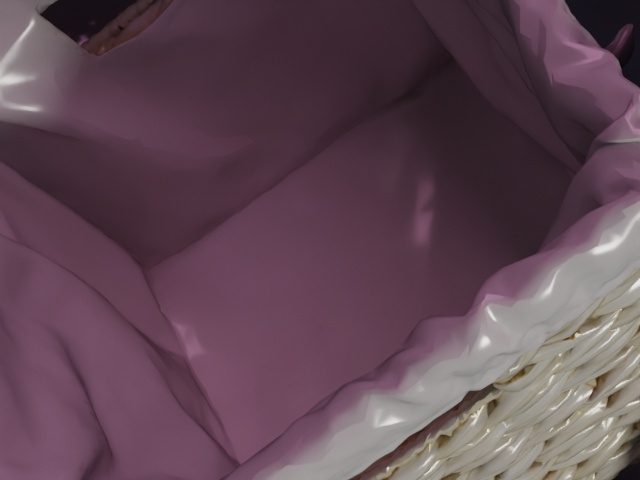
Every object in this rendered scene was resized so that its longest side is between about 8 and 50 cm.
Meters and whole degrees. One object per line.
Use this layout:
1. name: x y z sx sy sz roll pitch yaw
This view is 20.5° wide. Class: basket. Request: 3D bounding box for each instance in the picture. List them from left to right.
1. basket: 0.000 0.000 0.875 0.328 0.266 0.331 -37 56 9

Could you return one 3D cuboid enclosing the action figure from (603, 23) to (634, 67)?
1. action figure: 0.002 -0.169 1.180 0.330 0.178 0.341 28 28 27
